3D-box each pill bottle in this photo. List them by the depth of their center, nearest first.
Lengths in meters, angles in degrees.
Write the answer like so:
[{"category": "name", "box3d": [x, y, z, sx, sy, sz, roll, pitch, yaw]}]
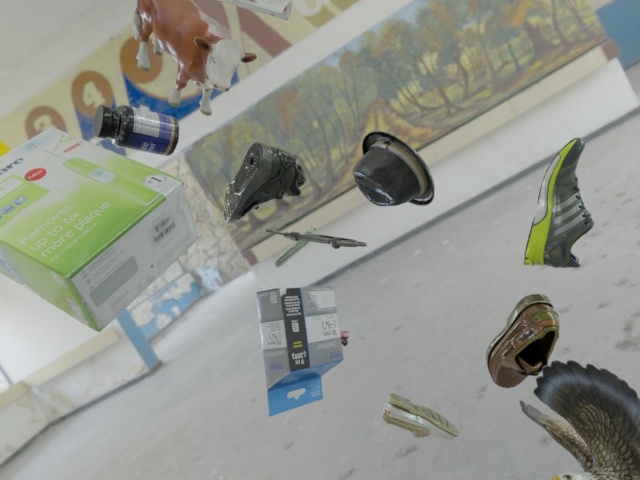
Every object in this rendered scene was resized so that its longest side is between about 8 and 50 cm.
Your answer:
[{"category": "pill bottle", "box3d": [-0.540, -0.327, 1.484, 0.219, 0.123, 0.123, 6, -20, -39]}]

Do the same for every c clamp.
[{"category": "c clamp", "box3d": [0.000, 0.000, 0.946, 0.160, 0.022, 0.137, 8, 1, 35]}]

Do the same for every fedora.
[{"category": "fedora", "box3d": [0.224, -0.209, 1.722, 0.152, 0.334, 0.334, -40, 8, -15]}]

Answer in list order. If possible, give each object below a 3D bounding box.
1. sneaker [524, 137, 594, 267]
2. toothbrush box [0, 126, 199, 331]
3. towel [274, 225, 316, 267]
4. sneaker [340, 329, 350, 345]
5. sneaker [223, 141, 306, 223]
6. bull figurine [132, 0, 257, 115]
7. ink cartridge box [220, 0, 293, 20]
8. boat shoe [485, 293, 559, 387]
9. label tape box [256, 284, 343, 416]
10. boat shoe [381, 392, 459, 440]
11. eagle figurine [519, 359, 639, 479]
[{"category": "sneaker", "box3d": [0.546, -0.075, 1.116, 0.121, 0.300, 0.111, 15, 21, 25]}, {"category": "toothbrush box", "box3d": [-0.357, -0.030, 0.729, 0.283, 0.122, 0.206, 22, 50, 23]}, {"category": "towel", "box3d": [-0.057, 0.010, 1.143, 0.113, 0.023, 0.152, -39, 6, 4]}, {"category": "sneaker", "box3d": [0.039, 0.325, 1.676, 0.119, 0.057, 0.047, 4, 11, 21]}, {"category": "sneaker", "box3d": [-0.110, -0.098, 0.998, 0.130, 0.087, 0.227, 8, -37, -31]}, {"category": "bull figurine", "box3d": [-0.237, -0.343, 0.901, 0.101, 0.310, 0.188, -17, -27, -43]}, {"category": "ink cartridge box", "box3d": [-0.122, -0.392, 0.828, 0.179, 0.145, 0.045, -82, 8, -53]}, {"category": "boat shoe", "box3d": [0.470, 0.267, 1.185, 0.110, 0.307, 0.104, -2, 40, -2]}, {"category": "label tape box", "box3d": [-0.048, 0.300, 1.427, 0.106, 0.334, 0.240, -15, -11, 37]}, {"category": "boat shoe", "box3d": [0.378, 0.698, 1.939, 0.103, 0.302, 0.113, -64, -2, 5]}, {"category": "eagle figurine", "box3d": [0.467, 0.367, 0.836, 0.226, 0.225, 0.298, -38, 39, 33]}]
